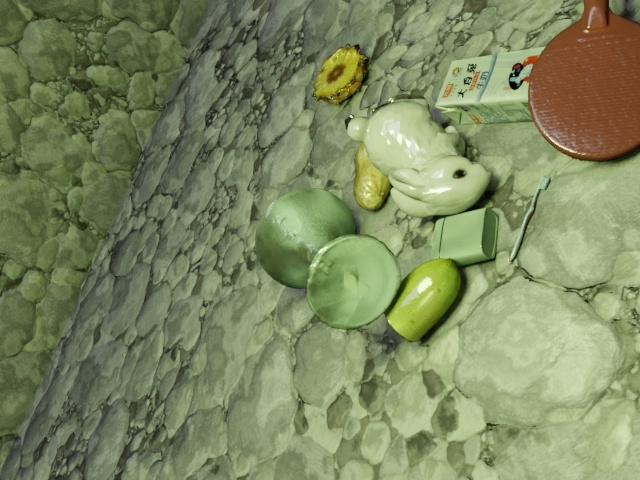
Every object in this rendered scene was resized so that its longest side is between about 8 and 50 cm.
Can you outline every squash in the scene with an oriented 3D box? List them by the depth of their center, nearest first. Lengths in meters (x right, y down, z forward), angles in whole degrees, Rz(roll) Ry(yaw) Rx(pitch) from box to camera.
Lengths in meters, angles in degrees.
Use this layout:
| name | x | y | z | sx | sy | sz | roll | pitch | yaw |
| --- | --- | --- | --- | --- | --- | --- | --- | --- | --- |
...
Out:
| name | x | y | z | sx | sy | sz | roll | pitch | yaw |
| --- | --- | --- | --- | --- | --- | --- | --- | --- | --- |
| squash | 0.225 | 0.114 | 1.579 | 0.187 | 0.123 | 0.123 | -47 | 37 | 15 |

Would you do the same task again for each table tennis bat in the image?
| name | x | y | z | sx | sy | sz | roll | pitch | yaw |
| --- | --- | --- | --- | --- | --- | --- | --- | --- | --- |
| table tennis bat | 0.541 | -0.348 | 1.450 | 0.268 | 0.051 | 0.415 | -3 | 72 | 23 |

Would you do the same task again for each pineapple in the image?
| name | x | y | z | sx | sy | sz | roll | pitch | yaw |
| --- | --- | --- | --- | --- | --- | --- | --- | --- | --- |
| pineapple | 0.066 | -0.487 | 2.219 | 0.225 | 0.076 | 0.225 | -29 | 45 | 34 |

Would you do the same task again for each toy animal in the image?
| name | x | y | z | sx | sy | sz | roll | pitch | yaw |
| --- | --- | --- | --- | --- | --- | --- | --- | --- | --- |
| toy animal | 0.226 | -0.183 | 1.701 | 0.257 | 0.194 | 0.357 | -13 | 41 | -10 |

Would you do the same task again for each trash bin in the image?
| name | x | y | z | sx | sy | sz | roll | pitch | yaw |
| --- | --- | --- | --- | --- | --- | --- | --- | --- | --- |
| trash bin | 0.310 | -0.004 | 1.598 | 0.130 | 0.059 | 0.116 | -16 | 54 | 44 |

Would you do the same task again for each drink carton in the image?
| name | x | y | z | sx | sy | sz | roll | pitch | yaw |
| --- | --- | --- | --- | --- | --- | --- | --- | --- | --- |
| drink carton | 0.412 | -0.339 | 1.661 | 0.315 | 0.106 | 0.131 | 8 | 71 | 55 |

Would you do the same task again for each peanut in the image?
| name | x | y | z | sx | sy | sz | roll | pitch | yaw |
| --- | --- | --- | --- | --- | --- | --- | --- | --- | --- |
| peanut | 0.136 | -0.183 | 1.909 | 0.103 | 0.098 | 0.229 | 2 | 62 | 7 |

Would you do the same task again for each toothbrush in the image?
| name | x | y | z | sx | sy | sz | roll | pitch | yaw |
| --- | --- | --- | --- | --- | --- | --- | --- | --- | --- |
| toothbrush | 0.425 | -0.044 | 1.520 | 0.019 | 0.013 | 0.193 | 19 | 82 | 46 |

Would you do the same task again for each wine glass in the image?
| name | x | y | z | sx | sy | sz | roll | pitch | yaw |
| --- | --- | --- | --- | --- | --- | --- | --- | --- | --- |
| wine glass | 0.014 | 0.037 | 1.685 | 0.267 | 0.267 | 0.406 | -60 | 19 | 3 |
